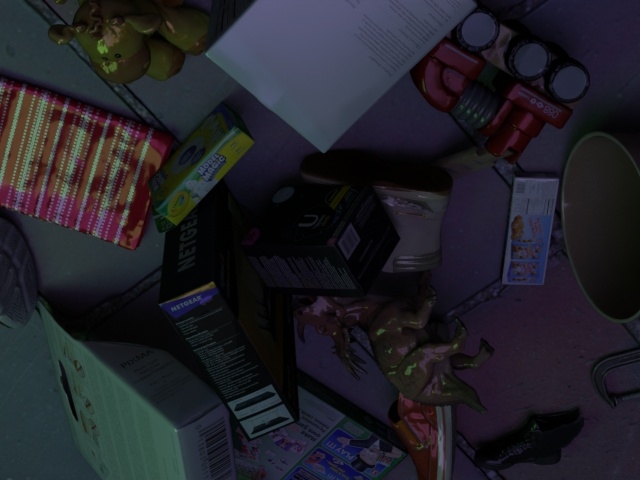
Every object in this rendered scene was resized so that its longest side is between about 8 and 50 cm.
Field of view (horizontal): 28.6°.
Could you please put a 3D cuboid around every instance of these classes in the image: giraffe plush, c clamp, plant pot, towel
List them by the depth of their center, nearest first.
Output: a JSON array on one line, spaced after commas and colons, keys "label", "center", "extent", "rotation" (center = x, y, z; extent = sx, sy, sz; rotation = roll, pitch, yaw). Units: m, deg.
[{"label": "giraffe plush", "center": [-0.245, -0.268, 1.562], "extent": [0.181, 0.170, 0.210], "rotation": [-34, 116, 17]}, {"label": "plant pot", "center": [0.506, -0.035, 1.696], "extent": [0.274, 0.256, 0.256], "rotation": [-8, 122, -15]}, {"label": "towel", "center": [-0.357, -0.104, 1.738], "extent": [0.275, 0.031, 0.199], "rotation": [18, 118, -11]}, {"label": "c clamp", "center": [0.505, 0.224, 1.955], "extent": [0.161, 0.022, 0.137], "rotation": [-11, 120, 4]}]

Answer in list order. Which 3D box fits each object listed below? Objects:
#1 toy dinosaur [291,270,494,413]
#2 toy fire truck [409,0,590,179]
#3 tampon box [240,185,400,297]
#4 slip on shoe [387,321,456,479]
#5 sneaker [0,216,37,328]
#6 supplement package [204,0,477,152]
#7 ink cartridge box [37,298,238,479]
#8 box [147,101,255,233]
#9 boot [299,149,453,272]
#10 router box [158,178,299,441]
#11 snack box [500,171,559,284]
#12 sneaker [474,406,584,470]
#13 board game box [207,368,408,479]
[{"label": "toy dinosaur", "center": [0.115, 0.158, 1.781], "extent": [0.200, 0.127, 0.295], "rotation": [-42, 73, 9]}, {"label": "toy fire truck", "center": [0.198, -0.179, 1.656], "extent": [0.217, 0.158, 0.246], "rotation": [27, 106, -16]}, {"label": "tampon box", "center": [0.000, 0.000, 1.688], "extent": [0.161, 0.120, 0.101], "rotation": [1, 135, 37]}, {"label": "slip on shoe", "center": [0.156, 0.276, 1.928], "extent": [0.101, 0.123, 0.331], "rotation": [-2, 116, 10]}, {"label": "sneaker", "center": [-0.539, 0.008, 1.762], "extent": [0.180, 0.124, 0.321], "rotation": [-5, 135, 25]}, {"label": "supplement package", "center": [0.019, -0.293, 1.538], "extent": [0.199, 0.198, 0.263], "rotation": [38, 112, -22]}, {"label": "ink cartridge box", "center": [-0.258, 0.271, 1.812], "extent": [0.091, 0.385, 0.308], "rotation": [-27, 130, -28]}, {"label": "box", "center": [-0.170, -0.096, 1.683], "extent": [0.043, 0.105, 0.179], "rotation": [38, 100, -26]}, {"label": "boot", "center": [0.074, -0.037, 1.759], "extent": [0.213, 0.077, 0.165], "rotation": [10, 133, 9]}, {"label": "router box", "center": [-0.119, 0.080, 1.690], "extent": [0.081, 0.309, 0.243], "rotation": [-24, 119, 10]}, {"label": "snack box", "center": [0.300, -0.015, 1.809], "extent": [0.064, 0.022, 0.178], "rotation": [1, 120, -3]}, {"label": "sneaker", "center": [0.329, 0.313, 1.989], "extent": [0.170, 0.051, 0.089], "rotation": [-3, 121, -5]}, {"label": "board game box", "center": [-0.050, 0.314, 1.982], "extent": [0.317, 0.046, 0.213], "rotation": [35, 115, -20]}]
